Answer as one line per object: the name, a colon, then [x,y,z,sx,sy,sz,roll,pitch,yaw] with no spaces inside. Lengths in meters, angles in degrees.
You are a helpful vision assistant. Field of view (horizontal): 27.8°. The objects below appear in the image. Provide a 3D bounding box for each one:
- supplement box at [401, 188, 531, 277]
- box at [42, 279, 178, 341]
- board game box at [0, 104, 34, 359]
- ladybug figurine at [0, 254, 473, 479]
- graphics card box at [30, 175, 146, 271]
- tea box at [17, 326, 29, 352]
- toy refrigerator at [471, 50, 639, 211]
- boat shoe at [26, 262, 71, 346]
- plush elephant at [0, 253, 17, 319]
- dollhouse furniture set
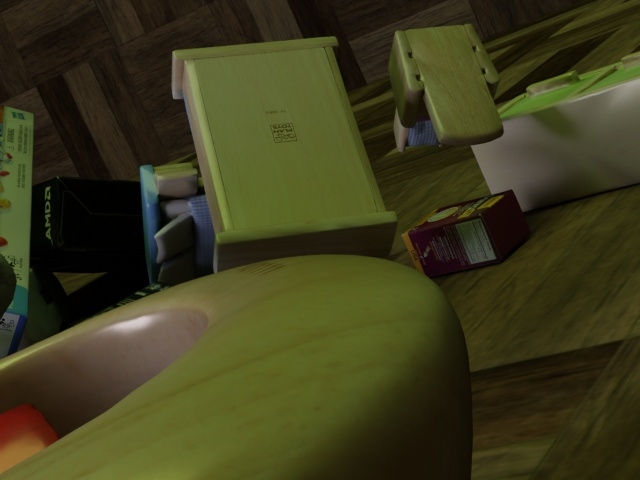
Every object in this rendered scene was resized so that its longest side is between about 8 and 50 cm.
supplement box: [0.116,-0.005,1.037,0.083,0.043,0.055,-15,13,42]
box: [-0.154,0.101,1.027,0.147,0.077,0.180,-28,10,-19]
board game box: [-0.379,-0.029,1.141,0.233,0.078,0.347,13,30,-20]
ladybug figurine: [-0.133,0.156,0.448,0.449,0.161,0.305,-27,11,-16]
graphics card box: [-0.311,-0.014,1.711,0.233,0.094,0.371,3,-6,-32]
tea box: [-0.533,0.075,1.332,0.324,0.220,0.329,-4,-12,-43]
toy refrigerator: [0.263,-0.106,1.072,0.270,0.094,0.102,-15,14,44]
boat shoe: [-0.383,0.088,1.550,0.105,0.113,0.306,-31,7,0]
plush elephant: [-0.272,0.102,0.787,0.330,0.255,0.272,-26,10,-9]
dollhouse furniture set: [0.000,0.000,1.120,0.286,0.198,0.303,-7,-35,-12]
